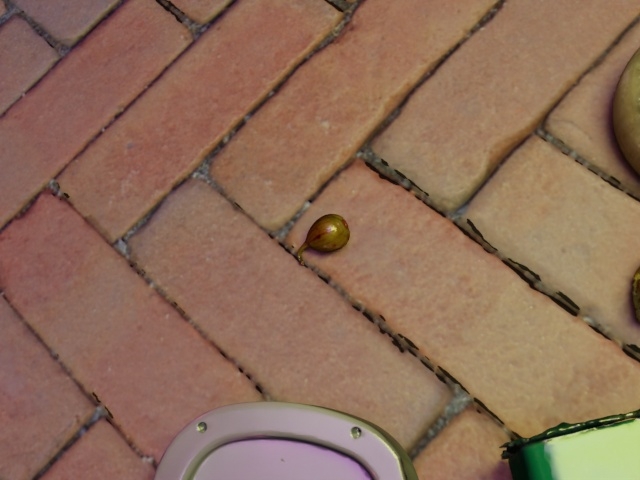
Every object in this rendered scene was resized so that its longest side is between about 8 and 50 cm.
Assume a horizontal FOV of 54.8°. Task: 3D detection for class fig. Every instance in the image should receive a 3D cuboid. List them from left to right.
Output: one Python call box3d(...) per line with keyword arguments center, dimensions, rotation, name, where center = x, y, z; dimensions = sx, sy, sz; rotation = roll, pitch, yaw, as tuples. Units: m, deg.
box3d(center=(0.000, 0.000, 0.809), dimensions=(0.083, 0.050, 0.050), rotation=(-38, 68, 17), name="fig")

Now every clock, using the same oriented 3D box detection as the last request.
box3d(center=(-0.040, 0.336, 0.668), dimensions=(0.339, 0.102, 0.338), rotation=(-3, 71, 10), name="clock")

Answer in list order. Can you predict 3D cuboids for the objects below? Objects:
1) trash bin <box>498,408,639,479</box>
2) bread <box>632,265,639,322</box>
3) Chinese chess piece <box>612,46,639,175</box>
box3d(center=(0.294, 0.353, 0.533), dimensions=(0.296, 0.259, 0.380), rotation=(-15, 63, 5), name="trash bin")
box3d(center=(0.433, 0.052, 0.695), dimensions=(0.140, 0.069, 0.127), rotation=(18, 75, 15), name="bread")
box3d(center=(0.487, -0.159, 0.741), dimensions=(0.250, 0.103, 0.249), rotation=(-3, 73, 11), name="Chinese chess piece")
